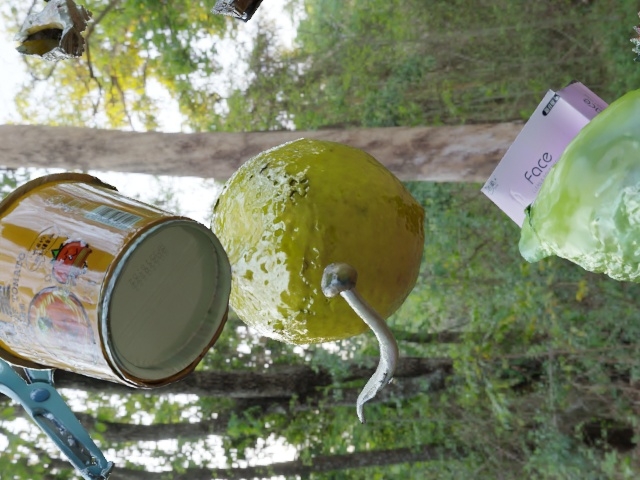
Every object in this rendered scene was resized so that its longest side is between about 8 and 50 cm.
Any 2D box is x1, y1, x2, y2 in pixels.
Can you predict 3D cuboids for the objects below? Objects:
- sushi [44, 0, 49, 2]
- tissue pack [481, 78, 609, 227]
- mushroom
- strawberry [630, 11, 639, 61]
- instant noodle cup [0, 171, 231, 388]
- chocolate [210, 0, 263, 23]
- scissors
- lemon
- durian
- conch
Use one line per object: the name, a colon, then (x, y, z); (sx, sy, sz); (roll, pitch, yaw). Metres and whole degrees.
sushi: (-0.335, -0.303, 0.558); (0.231, 0.047, 0.219); (34, -154, -32)
tissue pack: (0.414, -0.134, 1.132); (0.093, 0.148, 0.246); (-27, -26, -38)
mushroom: (0.058, 0.135, 0.785); (0.306, 0.068, 0.043); (73, -151, -43)
strawberry: (0.554, -0.360, 0.998); (0.085, 0.141, 0.192); (-103, -7, -45)
instant noodle cup: (-0.205, 0.046, 0.648); (0.216, 0.172, 0.215); (-24, -61, -53)
chocolate: (-0.060, -0.489, 1.038); (0.329, 0.102, 0.065); (-56, -45, -4)
scissors: (-0.467, 0.259, 1.082); (0.180, 0.393, 0.032); (-25, -35, -44)
lemon: (0.000, 0.000, 1.071); (0.387, 0.350, 0.349); (-18, -69, -41)
durian: (0.249, -0.043, 0.431); (0.101, 0.250, 0.139); (25, -106, -43)
conch: (-0.732, -0.567, 1.765); (0.178, 0.246, 0.162); (-93, -13, -50)
